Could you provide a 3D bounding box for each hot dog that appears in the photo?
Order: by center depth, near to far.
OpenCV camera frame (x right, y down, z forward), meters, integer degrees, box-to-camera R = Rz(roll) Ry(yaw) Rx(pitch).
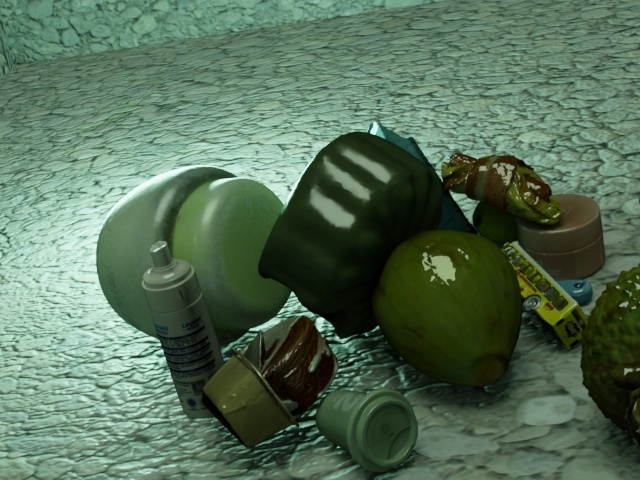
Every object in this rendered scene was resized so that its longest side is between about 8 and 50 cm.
[{"bbox_3d":[0.322,-0.108,2.019,0.261,0.093,0.123,23,21,28],"label":"hot dog"}]

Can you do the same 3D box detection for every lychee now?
[{"bbox_3d":[0.485,0.151,1.545,0.270,0.270,0.320,15,5,44],"label":"lychee"}]

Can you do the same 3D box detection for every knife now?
[{"bbox_3d":[0.361,0.080,1.994,0.244,0.032,0.058,5,36,39],"label":"knife"}]

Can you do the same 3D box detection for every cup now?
[{"bbox_3d":[0.064,0.269,1.676,0.120,0.120,0.141,-28,17,-26],"label":"cup"}]

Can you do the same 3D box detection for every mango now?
[{"bbox_3d":[0.364,-0.047,2.152,0.178,0.100,0.119,-18,27,-39],"label":"mango"}]

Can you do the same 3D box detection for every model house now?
[{"bbox_3d":[0.169,-0.069,2.240,0.241,0.226,0.261,19,23,-19],"label":"model house"}]

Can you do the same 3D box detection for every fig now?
[{"bbox_3d":[0.212,0.114,1.782,0.239,0.239,0.271,-20,52,-13],"label":"fig"}]

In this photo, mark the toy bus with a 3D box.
[{"bbox_3d":[0.356,0.088,1.884,0.074,0.081,0.226,-40,33,3],"label":"toy bus"}]

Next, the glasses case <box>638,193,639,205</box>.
[{"bbox_3d":[0.730,-0.119,2.144,0.316,0.076,0.123,-29,31,-28],"label":"glasses case"}]

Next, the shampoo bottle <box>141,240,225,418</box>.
[{"bbox_3d":[-0.219,0.140,1.835,0.092,0.303,0.092,-12,26,6],"label":"shampoo bottle"}]

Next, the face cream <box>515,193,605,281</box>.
[{"bbox_3d":[0.428,-0.005,2.034,0.149,0.104,0.149,-11,26,5],"label":"face cream"}]

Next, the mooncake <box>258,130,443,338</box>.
[{"bbox_3d":[0.066,-0.005,1.921,0.187,0.351,0.351,30,46,26],"label":"mooncake"}]

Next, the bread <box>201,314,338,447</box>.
[{"bbox_3d":[-0.079,0.209,1.769,0.212,0.142,0.224,-40,14,-9],"label":"bread"}]

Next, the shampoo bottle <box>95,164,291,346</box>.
[{"bbox_3d":[-0.225,0.031,2.036,0.317,0.322,0.322,-8,25,36],"label":"shampoo bottle"}]
